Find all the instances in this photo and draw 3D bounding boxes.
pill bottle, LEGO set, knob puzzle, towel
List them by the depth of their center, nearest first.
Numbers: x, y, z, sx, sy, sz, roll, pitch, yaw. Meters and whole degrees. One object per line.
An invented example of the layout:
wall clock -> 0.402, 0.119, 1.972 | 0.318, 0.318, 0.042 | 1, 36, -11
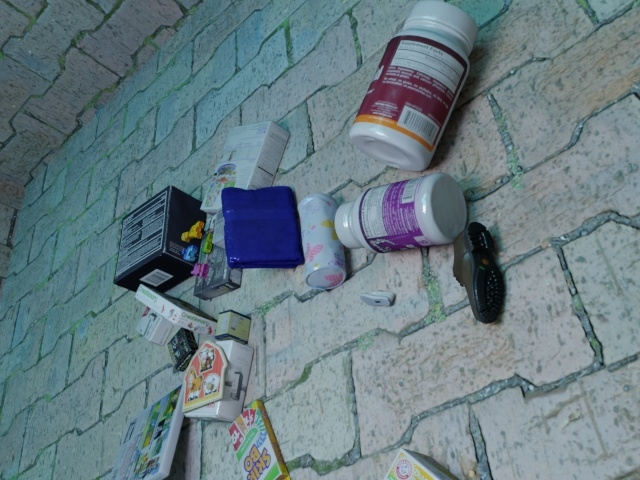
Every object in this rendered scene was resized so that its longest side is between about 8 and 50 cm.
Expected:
pill bottle -> 0.185, -0.057, 1.536 | 0.302, 0.169, 0.169 | -10, 61, 44
pill bottle -> 0.246, -0.398, 1.633 | 0.224, 0.224, 0.392 | 16, 79, 50
knob puzzle -> -0.334, 0.372, 1.791 | 0.213, 0.030, 0.213 | -25, 50, 35
towel -> -0.178, -0.038, 1.902 | 0.076, 0.228, 0.308 | 99, 164, -47
LEGO set -> -0.417, 0.012, 2.108 | 0.093, 0.087, 0.227 | -13, 57, 43

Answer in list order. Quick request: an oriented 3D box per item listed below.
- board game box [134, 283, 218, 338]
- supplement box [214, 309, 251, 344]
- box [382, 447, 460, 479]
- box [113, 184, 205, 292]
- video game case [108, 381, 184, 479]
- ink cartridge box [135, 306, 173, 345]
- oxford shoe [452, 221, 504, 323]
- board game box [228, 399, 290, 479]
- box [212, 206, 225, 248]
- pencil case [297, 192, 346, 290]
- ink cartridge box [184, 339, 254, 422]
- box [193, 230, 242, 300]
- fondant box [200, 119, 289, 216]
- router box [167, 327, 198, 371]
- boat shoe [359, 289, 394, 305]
board game box -> -0.441, 0.228, 2.007 | 0.305, 0.193, 0.053 | 17, 81, 50
supplement box -> -0.260, 0.261, 1.880 | 0.056, 0.083, 0.083 | -19, 54, 40
box -> 0.221, 0.504, 1.208 | 0.203, 0.103, 0.114 | 27, 88, 51
box -> -0.576, 0.008, 2.290 | 0.296, 0.183, 0.293 | -27, 51, 31
video game case -> -0.522, 0.617, 1.907 | 0.300, 0.036, 0.329 | -37, 26, 26
ink cartridge box -> -0.581, 0.298, 2.219 | 0.135, 0.056, 0.099 | 19, 81, 51
oxford shoe -> 0.338, 0.081, 1.377 | 0.096, 0.083, 0.227 | 134, 142, -52
board game box -> -0.162, 0.554, 1.642 | 0.124, 0.039, 0.259 | -48, 44, 16
box -> -0.264, -0.030, 2.018 | 0.072, 0.137, 0.126 | -23, 52, 40
pencil case -> 0.000, 0.000, 1.741 | 0.124, 0.114, 0.273 | -41, 42, 37
ink cartridge box -> -0.291, 0.407, 1.819 | 0.159, 0.092, 0.217 | -13, 57, 42
box -> -0.332, 0.067, 2.096 | 0.183, 0.056, 0.230 | -23, 52, 38
fondant box -> -0.261, -0.237, 2.176 | 0.238, 0.096, 0.330 | 3, 69, 47
router box -> -0.448, 0.352, 2.061 | 0.092, 0.038, 0.122 | -48, 40, 14
boat shoe -> 0.142, 0.139, 1.573 | 0.100, 0.035, 0.035 | -4, 38, 50
